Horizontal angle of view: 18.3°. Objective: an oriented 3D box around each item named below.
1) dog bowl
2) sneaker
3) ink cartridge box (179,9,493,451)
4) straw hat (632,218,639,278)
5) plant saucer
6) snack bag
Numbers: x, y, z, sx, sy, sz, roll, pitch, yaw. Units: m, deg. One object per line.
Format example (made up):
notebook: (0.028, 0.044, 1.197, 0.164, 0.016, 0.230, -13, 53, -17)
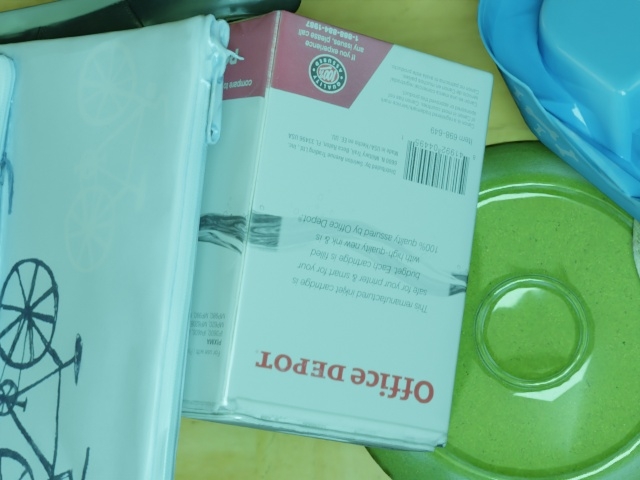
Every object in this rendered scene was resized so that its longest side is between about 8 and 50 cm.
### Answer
dog bowl: (0.217, -0.078, 1.113, 0.166, 0.074, 0.297, -35, 52, -15)
sneaker: (-0.109, -0.093, 1.209, 0.222, 0.083, 0.118, -12, 86, 13)
ink cartridge box: (0.000, 0.000, 1.100, 0.159, 0.092, 0.217, 13, 80, -35)
straw hat: (0.256, -0.005, 1.137, 0.145, 0.061, 0.144, 1, 78, -5)
plant saucer: (0.125, 0.055, 1.181, 0.241, 0.037, 0.241, -1, 81, 5)
snack bag: (-0.194, 0.041, 1.125, 0.343, 0.037, 0.323, 0, 80, 40)
